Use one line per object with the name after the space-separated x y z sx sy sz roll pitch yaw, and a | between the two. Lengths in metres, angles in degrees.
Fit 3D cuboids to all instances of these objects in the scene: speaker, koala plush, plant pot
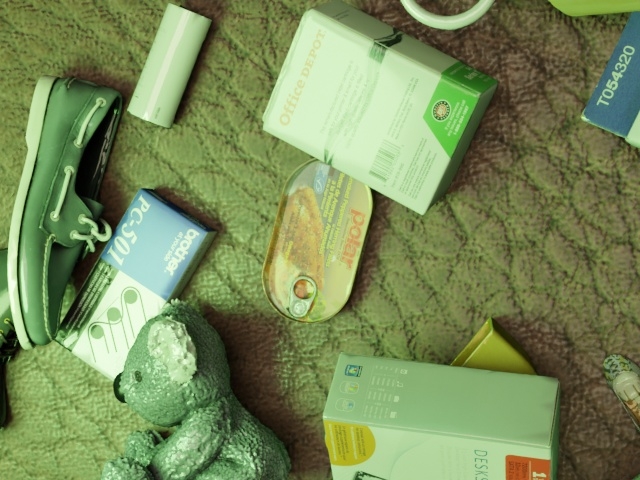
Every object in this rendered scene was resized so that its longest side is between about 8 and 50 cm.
-0.172 -0.200 1.647 0.055 0.055 0.136 22 95 12 | speaker
-0.145 0.177 1.580 0.203 0.196 0.221 -9 93 3 | koala plush
0.191 0.145 1.556 0.083 0.081 0.081 39 99 0 | plant pot

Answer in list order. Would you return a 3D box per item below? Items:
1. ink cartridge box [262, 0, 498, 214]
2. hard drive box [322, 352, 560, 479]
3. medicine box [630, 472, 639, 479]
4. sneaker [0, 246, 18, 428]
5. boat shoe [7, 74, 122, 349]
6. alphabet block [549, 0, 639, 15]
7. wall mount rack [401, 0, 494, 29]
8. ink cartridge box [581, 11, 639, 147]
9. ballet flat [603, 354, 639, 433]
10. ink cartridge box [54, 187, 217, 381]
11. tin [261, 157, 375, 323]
0.062 -0.147 1.558 0.208 0.087 0.153 29 115 11 | ink cartridge box
0.130 0.217 1.514 0.232 0.181 0.089 5 48 13 | hard drive box
0.318 0.331 1.417 0.263 0.289 0.149 -41 80 11 | medicine box
-0.376 0.115 1.684 0.118 0.083 0.222 -12 87 13 | sneaker
-0.285 -0.034 1.628 0.099 0.116 0.319 4 74 2 | boat shoe
0.293 -0.346 1.412 0.197 0.193 0.192 6 72 48 | alphabet block
0.095 -0.396 1.552 0.304 0.130 0.350 2 91 10 | wall mount rack
0.442 -0.215 1.426 0.330 0.071 0.324 29 98 37 | ink cartridge box
0.340 0.171 1.539 0.041 0.041 0.114 -34 83 11 | ballet flat
-0.214 0.052 1.664 0.097 0.046 0.207 32 97 10 | ink cartridge box
0.000 0.000 1.619 0.106 0.040 0.190 17 94 17 | tin
